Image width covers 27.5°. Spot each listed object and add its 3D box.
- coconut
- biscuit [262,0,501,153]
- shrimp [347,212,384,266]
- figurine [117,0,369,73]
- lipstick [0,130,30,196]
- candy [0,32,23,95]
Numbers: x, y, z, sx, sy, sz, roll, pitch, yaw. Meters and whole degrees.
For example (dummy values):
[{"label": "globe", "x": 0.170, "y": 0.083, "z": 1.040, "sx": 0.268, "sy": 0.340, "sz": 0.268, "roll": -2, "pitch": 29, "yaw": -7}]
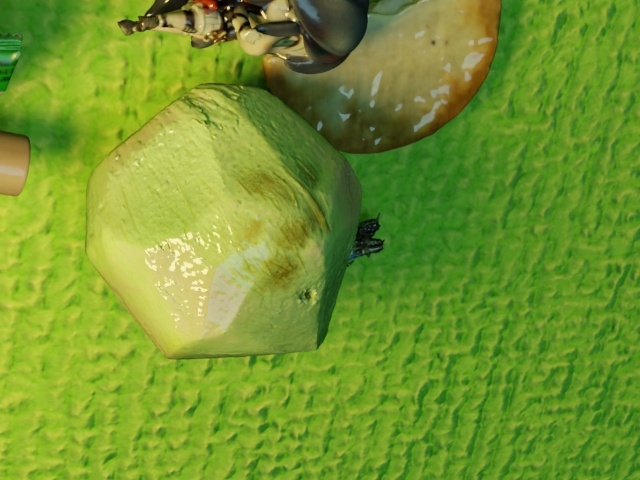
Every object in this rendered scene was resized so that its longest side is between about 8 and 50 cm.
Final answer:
[{"label": "coconut", "x": -0.101, "y": -0.005, "z": 1.495, "sx": 0.328, "sy": 0.281, "sz": 0.328, "roll": 5, "pitch": 75, "yaw": -20}, {"label": "biscuit", "x": 0.087, "y": -0.208, "z": 1.616, "sx": 0.309, "sy": 0.040, "sz": 0.204, "roll": -23, "pitch": 126, "yaw": -8}, {"label": "shrimp", "x": -0.002, "y": 0.001, "z": 1.708, "sx": 0.174, "sy": 0.076, "sz": 0.082, "roll": -9, "pitch": 83, "yaw": -13}, {"label": "figurine", "x": -0.073, "y": -0.274, "z": 1.429, "sx": 0.265, "sy": 0.175, "sz": 0.197, "roll": 15, "pitch": 109, "yaw": -39}, {"label": "lipstick", "x": -0.439, "y": -0.099, "z": 1.376, "sx": 0.254, "sy": 0.070, "sz": 0.070, "roll": 9, "pitch": 116, "yaw": -27}, {"label": "candy", "x": -0.397, "y": -0.165, "z": 1.355, "sx": 0.141, "sy": 0.203, "sz": 0.078, "roll": 8, "pitch": 81, "yaw": -22}]
